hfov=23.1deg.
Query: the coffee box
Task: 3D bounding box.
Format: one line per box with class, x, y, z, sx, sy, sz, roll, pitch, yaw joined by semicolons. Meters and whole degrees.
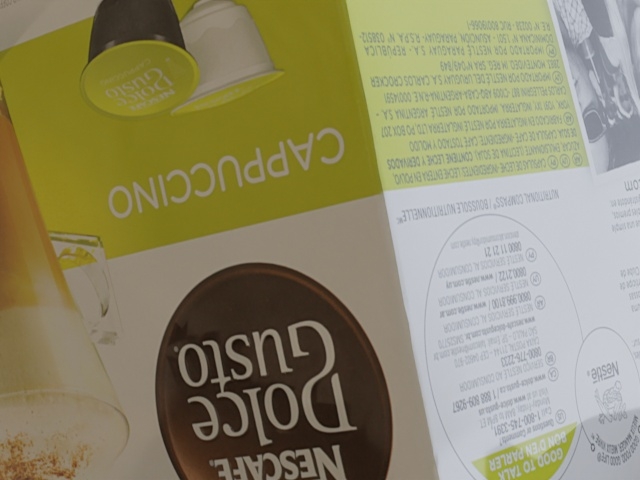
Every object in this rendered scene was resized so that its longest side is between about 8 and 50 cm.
coffee box;0.000;0.000;0.883;0.337;0.338;0.334;-12;-92;38
